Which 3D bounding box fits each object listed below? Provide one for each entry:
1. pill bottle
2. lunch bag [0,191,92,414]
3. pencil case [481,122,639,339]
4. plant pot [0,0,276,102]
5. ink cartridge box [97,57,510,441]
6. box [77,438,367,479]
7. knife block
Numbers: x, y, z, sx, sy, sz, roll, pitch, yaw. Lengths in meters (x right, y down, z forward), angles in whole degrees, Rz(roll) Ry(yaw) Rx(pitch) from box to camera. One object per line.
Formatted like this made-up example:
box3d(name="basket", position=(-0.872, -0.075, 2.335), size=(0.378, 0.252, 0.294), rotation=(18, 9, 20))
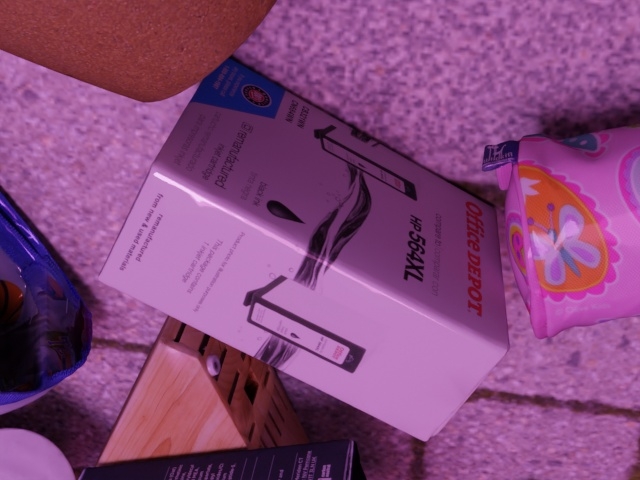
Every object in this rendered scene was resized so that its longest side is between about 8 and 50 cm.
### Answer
box3d(name="pill bottle", position=(-0.285, 0.223, 0.701), size=(0.121, 0.121, 0.221), rotation=(41, 136, -17))
box3d(name="lunch bag", position=(-0.390, 0.050, 0.553), size=(0.328, 0.239, 0.385), rotation=(-26, 143, 23))
box3d(name="pencil case", position=(0.237, -0.025, 0.465), size=(0.284, 0.124, 0.124), rotation=(-9, 122, 16))
box3d(name="plant pot", position=(-0.134, -0.185, 0.380), size=(0.237, 0.237, 0.254), rotation=(-29, 130, 26))
box3d(name="ink cartridge box", position=(0.000, 0.000, 0.507), size=(0.203, 0.148, 0.086), rotation=(27, 123, -10))
box3d(name="box", position=(-0.060, 0.232, 0.594), size=(0.207, 0.108, 0.153), rotation=(-9, 123, 16))
box3d(name="knife block", position=(-0.139, 0.170, 0.685), size=(0.242, 0.088, 0.275), rotation=(-13, 122, 17))
